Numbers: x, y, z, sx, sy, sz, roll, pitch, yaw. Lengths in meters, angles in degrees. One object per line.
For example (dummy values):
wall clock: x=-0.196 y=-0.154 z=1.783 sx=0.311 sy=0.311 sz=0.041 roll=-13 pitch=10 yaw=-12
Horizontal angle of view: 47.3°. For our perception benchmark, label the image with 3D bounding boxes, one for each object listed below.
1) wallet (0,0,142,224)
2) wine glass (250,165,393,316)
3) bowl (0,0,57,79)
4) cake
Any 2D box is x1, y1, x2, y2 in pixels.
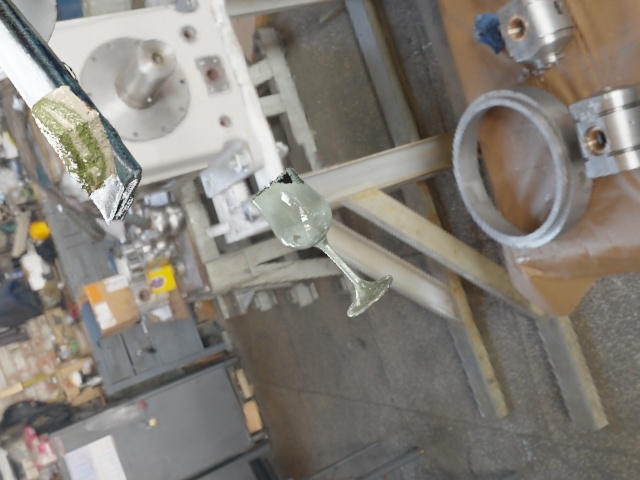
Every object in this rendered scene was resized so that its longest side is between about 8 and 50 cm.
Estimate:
wallet: x=-0.402 y=-0.209 z=1.110 sx=0.379 sy=0.046 sz=0.190 roll=53 pitch=150 yaw=3
wine glass: x=0.000 y=0.000 z=0.917 sx=0.195 sy=0.079 sz=0.079 roll=48 pitch=154 yaw=-8
bowl: x=-0.724 y=-0.485 z=1.461 sx=0.157 sy=0.345 sz=0.346 roll=56 pitch=149 yaw=26
cake: x=-0.239 y=-0.090 z=0.749 sx=0.055 sy=0.051 sz=0.140 roll=35 pitch=158 yaw=28
